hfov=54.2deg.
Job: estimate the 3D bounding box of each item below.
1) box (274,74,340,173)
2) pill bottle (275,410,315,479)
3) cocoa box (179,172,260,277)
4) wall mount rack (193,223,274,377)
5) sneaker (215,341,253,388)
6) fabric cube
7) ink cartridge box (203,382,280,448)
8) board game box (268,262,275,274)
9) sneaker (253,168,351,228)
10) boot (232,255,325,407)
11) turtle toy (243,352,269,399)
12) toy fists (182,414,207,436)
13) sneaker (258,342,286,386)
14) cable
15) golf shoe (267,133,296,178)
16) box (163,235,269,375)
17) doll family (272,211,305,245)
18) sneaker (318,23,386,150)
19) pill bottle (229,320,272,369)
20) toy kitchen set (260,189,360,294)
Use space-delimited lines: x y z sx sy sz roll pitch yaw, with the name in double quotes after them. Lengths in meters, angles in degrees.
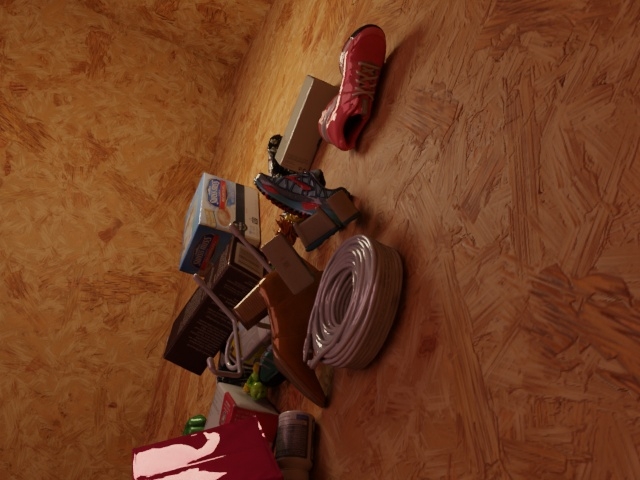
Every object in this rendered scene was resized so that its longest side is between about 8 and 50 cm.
-0.041 -0.347 1.879 0.275 0.094 0.113 -66 21 16 "box"
-0.052 0.421 1.260 0.078 0.078 0.137 -49 29 48 "pill bottle"
-0.370 -0.044 2.302 0.231 0.227 0.347 -60 23 31 "cocoa box"
-0.198 0.149 1.529 0.350 0.130 0.304 -49 39 31 "wall mount rack"
-0.252 0.410 1.808 0.283 0.110 0.122 -106 29 -71 "sneaker"
-0.201 0.526 1.181 0.259 0.258 0.254 -150 51 -71 "fabric cube"
-0.222 0.534 1.548 0.226 0.131 0.306 5 77 70 "ink cartridge box"
-0.173 0.194 1.863 0.136 0.030 0.260 154 131 -66 "board game box"
-0.039 -0.120 1.531 0.125 0.261 0.104 -62 -20 -8 "sneaker"
-0.024 0.181 1.329 0.211 0.295 0.104 -37 -14 -17 "boot"
-0.148 0.351 1.576 0.095 0.066 0.130 -64 -8 24 "turtle toy"
-0.417 0.695 1.988 0.142 0.096 0.279 -12 60 67 "toy fists"
-0.081 0.248 1.526 0.224 0.083 0.098 -63 2 5 "sneaker"
0.066 0.118 1.194 0.257 0.089 0.257 -37 38 58 "cable"
-0.135 -0.237 2.032 0.120 0.105 0.273 117 160 -44 "golf shoe"
-0.309 0.197 1.872 0.381 0.143 0.191 -51 18 20 "box"
-0.069 -0.065 1.670 0.163 0.118 0.263 -70 20 6 "doll family"
0.100 -0.361 1.528 0.136 0.115 0.314 58 135 53 "sneaker"
-0.162 0.232 1.664 0.215 0.117 0.117 -61 22 28 "pill bottle"
0.000 0.000 1.345 0.207 0.122 0.166 -35 0 5 "toy kitchen set"
